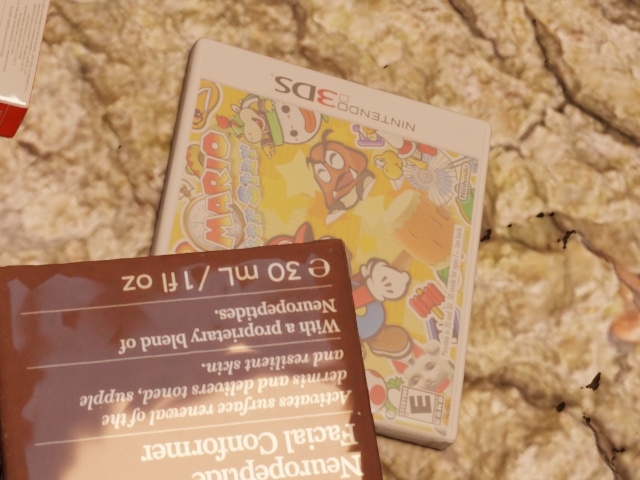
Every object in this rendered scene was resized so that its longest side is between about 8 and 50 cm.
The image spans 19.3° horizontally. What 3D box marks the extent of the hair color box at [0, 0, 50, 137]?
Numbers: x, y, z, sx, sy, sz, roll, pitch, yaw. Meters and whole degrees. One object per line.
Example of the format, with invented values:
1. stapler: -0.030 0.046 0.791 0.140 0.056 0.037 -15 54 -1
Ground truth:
1. hair color box: -0.252 -0.130 1.123 0.167 0.053 0.093 15 66 -16

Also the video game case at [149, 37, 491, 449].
1. video game case: 0.000 0.000 1.179 0.206 0.026 0.227 15 65 -14

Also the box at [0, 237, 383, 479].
1. box: -0.062 0.200 0.943 0.191 0.143 0.381 -5 72 -13
